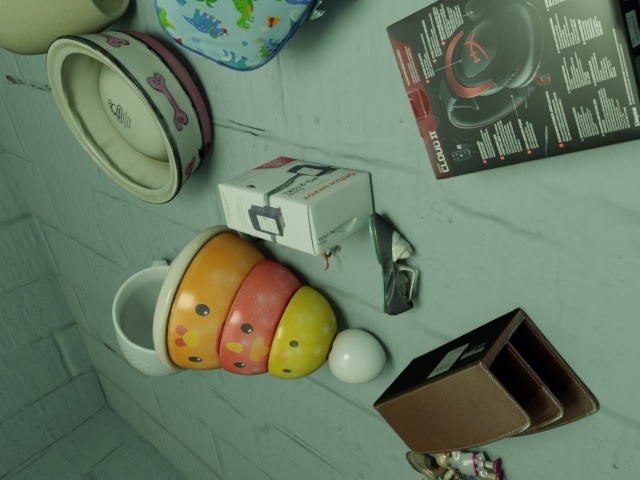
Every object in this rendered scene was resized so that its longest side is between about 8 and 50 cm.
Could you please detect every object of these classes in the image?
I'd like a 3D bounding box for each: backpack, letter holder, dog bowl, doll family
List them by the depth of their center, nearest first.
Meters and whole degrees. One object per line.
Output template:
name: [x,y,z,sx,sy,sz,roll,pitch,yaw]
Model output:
backpack: [-0.101,-0.418,0.715,0.355,0.290,0.273,-17,59,62]
letter holder: [0.277,0.290,0.882,0.214,0.152,0.302,51,141,6]
doll family: [0.290,0.546,1.044,0.163,0.118,0.262,-4,110,36]
dog bowl: [-0.427,-0.292,1.180,0.408,0.150,0.408,27,142,23]

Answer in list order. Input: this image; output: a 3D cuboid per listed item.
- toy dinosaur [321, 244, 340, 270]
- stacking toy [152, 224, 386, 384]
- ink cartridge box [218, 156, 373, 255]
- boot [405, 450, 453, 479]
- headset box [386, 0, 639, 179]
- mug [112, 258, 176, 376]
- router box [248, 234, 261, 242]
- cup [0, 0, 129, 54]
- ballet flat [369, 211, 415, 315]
toy dinosaur: [0.000,0.000,1.045,0.082,0.090,0.047,36,130,-24]
stacking toy: [-0.085,0.185,1.127,0.480,0.350,0.350,16,129,14]
ink cartridge box: [-0.044,-0.073,0.954,0.237,0.172,0.100,17,126,39]
boot: [0.248,0.527,1.163,0.118,0.042,0.087,57,150,-5]
headset box: [0.229,-0.208,0.625,0.293,0.110,0.218,-8,109,48]
mug: [-0.492,0.235,1.593,0.328,0.276,0.374,114,146,-54]
router box: [-0.146,-0.063,1.175,0.092,0.038,0.122,51,140,6]
cup: [-0.556,-0.566,1.090,0.237,0.331,0.331,8,124,13]
ballet flat: [0.138,0.043,0.934,0.074,0.074,0.203,6,113,44]
